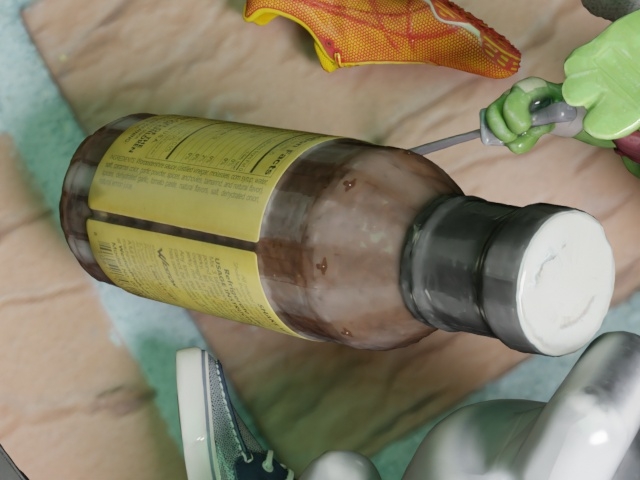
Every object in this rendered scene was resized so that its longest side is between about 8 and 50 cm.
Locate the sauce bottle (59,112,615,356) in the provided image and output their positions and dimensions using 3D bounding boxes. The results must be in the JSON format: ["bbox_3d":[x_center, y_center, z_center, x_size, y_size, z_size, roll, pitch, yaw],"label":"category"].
[{"bbox_3d":[0.000,0.000,0.995,0.344,0.111,0.111,13,73,47],"label":"sauce bottle"}]

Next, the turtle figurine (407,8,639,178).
[{"bbox_3d":[0.156,0.004,0.985,0.275,0.266,0.198,-3,76,9],"label":"turtle figurine"}]

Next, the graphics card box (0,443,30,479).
[{"bbox_3d":[-0.336,0.099,1.061,0.233,0.094,0.371,-33,66,-17],"label":"graphics card box"}]

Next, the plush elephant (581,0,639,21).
[{"bbox_3d":[0.196,-0.255,1.059,0.255,0.272,0.330,16,101,52],"label":"plush elephant"}]

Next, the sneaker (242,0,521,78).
[{"bbox_3d":[0.037,-0.126,1.149,0.175,0.064,0.067,21,97,17],"label":"sneaker"}]

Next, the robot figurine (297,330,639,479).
[{"bbox_3d":[0.096,0.219,0.923,0.300,0.200,0.353,31,114,14],"label":"robot figurine"}]

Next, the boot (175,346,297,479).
[{"bbox_3d":[-0.028,0.147,1.072,0.086,0.069,0.190,-11,81,-4],"label":"boot"}]
